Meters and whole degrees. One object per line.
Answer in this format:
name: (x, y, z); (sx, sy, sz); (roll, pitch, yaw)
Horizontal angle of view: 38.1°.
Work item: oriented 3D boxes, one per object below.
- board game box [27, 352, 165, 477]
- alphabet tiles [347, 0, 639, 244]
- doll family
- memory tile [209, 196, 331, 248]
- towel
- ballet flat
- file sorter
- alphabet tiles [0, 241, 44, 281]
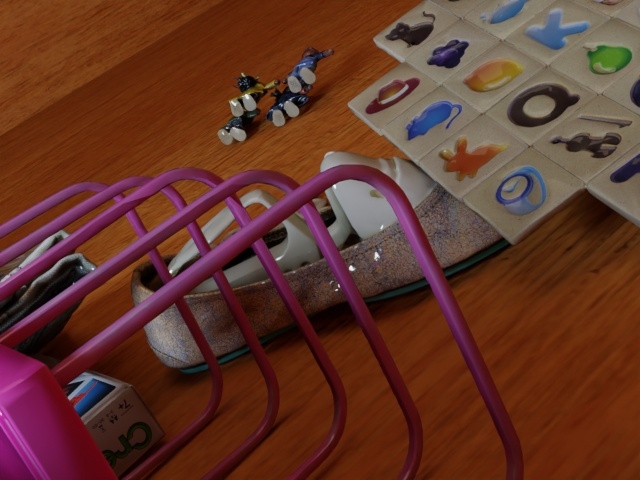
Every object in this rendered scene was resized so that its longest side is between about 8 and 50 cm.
board game box: (-0.272, 0.198, 0.629); (0.305, 0.053, 0.193); (-40, 23, -28)
alphabet tiles: (0.181, -0.136, 0.647); (0.285, 0.011, 0.342); (-37, 38, -3)
doll family: (-0.062, -0.201, 1.263); (0.193, 0.076, 0.111); (-16, 19, 17)
memory tile: (-0.057, -0.002, 0.874); (0.148, 0.012, 0.113); (-31, 21, -5)
towel: (-0.316, 0.123, 0.717); (0.312, 0.056, 0.324); (-40, 4, -24)
ballet flat: (0.000, 0.000, 0.672); (0.316, 0.106, 0.107); (-25, 22, 9)
file sorter: (-0.077, 0.080, 0.464); (0.182, 0.202, 0.290); (-37, 22, -29)
alphabet tiles: (-0.462, 0.069, 1.220); (0.198, 0.009, 0.237); (-14, 26, 34)
